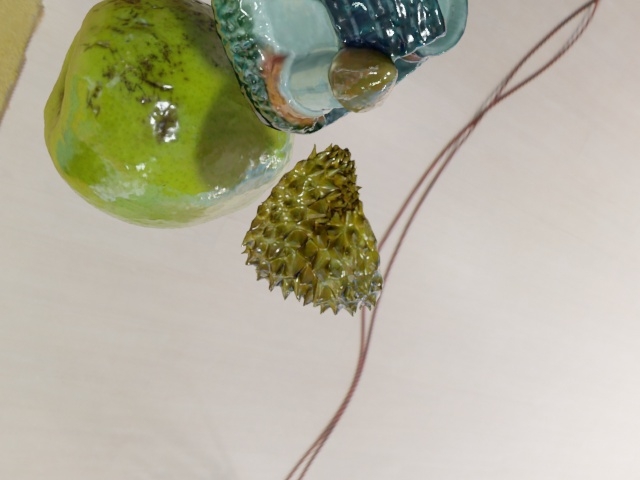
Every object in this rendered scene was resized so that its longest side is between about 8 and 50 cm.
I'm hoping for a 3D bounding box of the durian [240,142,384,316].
[{"bbox_3d":[-0.002,0.001,0.741,0.165,0.182,0.132,29,55,-18],"label":"durian"}]

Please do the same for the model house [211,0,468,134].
[{"bbox_3d":[0.069,-0.216,0.608,0.253,0.291,0.184,-33,111,-21],"label":"model house"}]

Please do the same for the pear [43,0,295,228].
[{"bbox_3d":[-0.221,-0.187,1.078,0.391,0.391,0.391,-15,122,-25],"label":"pear"}]
